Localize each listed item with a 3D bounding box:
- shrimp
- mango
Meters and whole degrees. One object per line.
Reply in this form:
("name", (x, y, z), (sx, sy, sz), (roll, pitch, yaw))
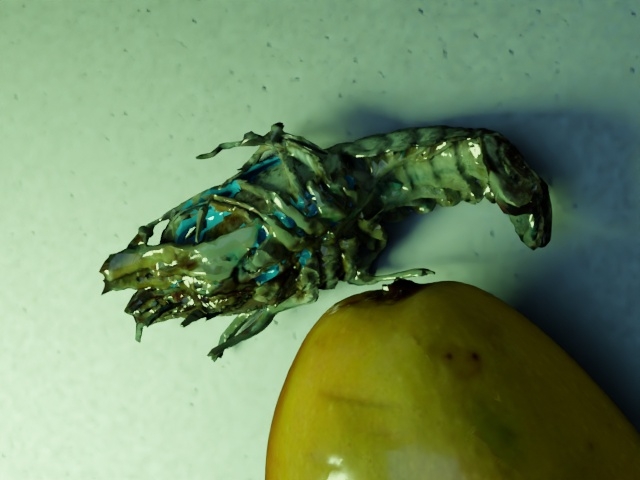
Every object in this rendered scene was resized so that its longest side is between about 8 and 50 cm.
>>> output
("shrimp", (0.001, -0.003, 0.656), (0.174, 0.076, 0.082), (-15, 130, 14))
("mango", (0.072, 0.130, 0.609), (0.138, 0.113, 0.253), (-37, 90, 13))
